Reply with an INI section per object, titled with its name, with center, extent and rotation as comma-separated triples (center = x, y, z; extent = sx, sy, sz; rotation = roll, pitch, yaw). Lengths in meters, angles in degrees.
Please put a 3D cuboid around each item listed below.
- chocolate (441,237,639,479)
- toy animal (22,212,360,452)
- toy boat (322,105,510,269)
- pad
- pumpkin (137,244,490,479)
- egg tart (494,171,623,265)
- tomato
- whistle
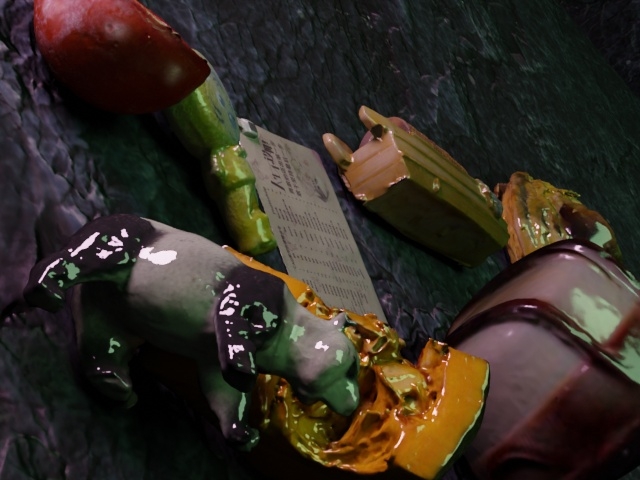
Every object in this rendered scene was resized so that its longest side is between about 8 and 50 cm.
[chocolate]
center = 0.221, 0.115, 1.163
extent = 0.186, 0.283, 0.283
rotation = 53, 25, -5
[toy animal]
center = -0.076, 0.059, 0.811
extent = 0.225, 0.094, 0.121
rotation = 20, 43, 10
[toy boat]
center = 0.118, -0.064, 1.388
extent = 0.310, 0.089, 0.115
rotation = 27, 36, -47
[pad]
center = 0.000, 0.000, 1.194
extent = 0.159, 0.009, 0.265
rotation = 17, 46, -55
[pumpkin]
center = -0.008, 0.114, 0.913
extent = 0.248, 0.126, 0.131
rotation = 27, 63, 4
[egg tart]
center = 0.361, 0.020, 1.699
extent = 0.297, 0.132, 0.297
rotation = 49, 23, -29
[tomato]
center = -0.173, -0.155, 0.975
extent = 0.159, 0.091, 0.139
rotation = 42, 1, 40
[whistle]
center = -0.095, -0.075, 1.069
extent = 0.104, 0.057, 0.198
rotation = 10, 58, -77
